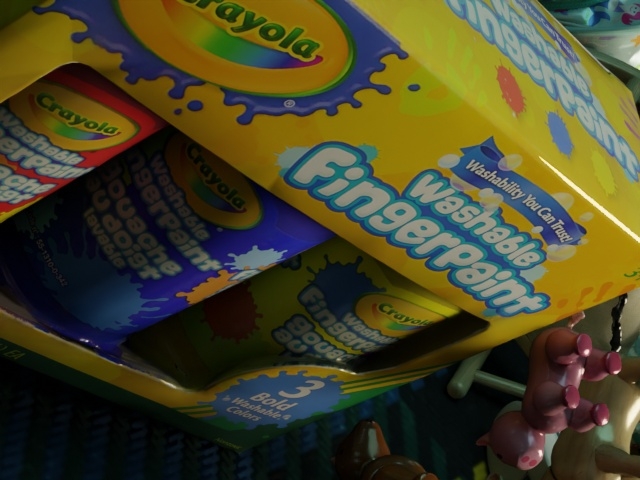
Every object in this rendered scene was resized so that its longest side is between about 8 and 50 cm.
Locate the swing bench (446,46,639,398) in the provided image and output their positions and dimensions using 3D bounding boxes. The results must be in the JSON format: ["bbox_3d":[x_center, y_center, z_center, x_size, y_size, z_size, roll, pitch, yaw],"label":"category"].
[{"bbox_3d":[0.242,0.001,1.231,0.165,0.253,0.254,19,38,-5],"label":"swing bench"}]

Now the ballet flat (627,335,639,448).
[{"bbox_3d":[0.302,0.115,1.360,0.077,0.091,0.241,58,28,-33],"label":"ballet flat"}]

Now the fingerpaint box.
[{"bbox_3d":[-0.057,-0.050,0.806,0.445,0.371,0.163,32,41,-45],"label":"fingerpaint box"}]

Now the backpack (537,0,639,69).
[{"bbox_3d":[0.247,-0.243,1.344,0.254,0.191,0.225,10,42,14],"label":"backpack"}]

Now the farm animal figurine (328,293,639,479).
[{"bbox_3d":[0.130,0.225,0.936,0.330,0.172,0.326,-12,91,-38],"label":"farm animal figurine"}]

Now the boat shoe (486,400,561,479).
[{"bbox_3d":[0.210,0.249,1.097,0.088,0.096,0.267,17,32,-24],"label":"boat shoe"}]
